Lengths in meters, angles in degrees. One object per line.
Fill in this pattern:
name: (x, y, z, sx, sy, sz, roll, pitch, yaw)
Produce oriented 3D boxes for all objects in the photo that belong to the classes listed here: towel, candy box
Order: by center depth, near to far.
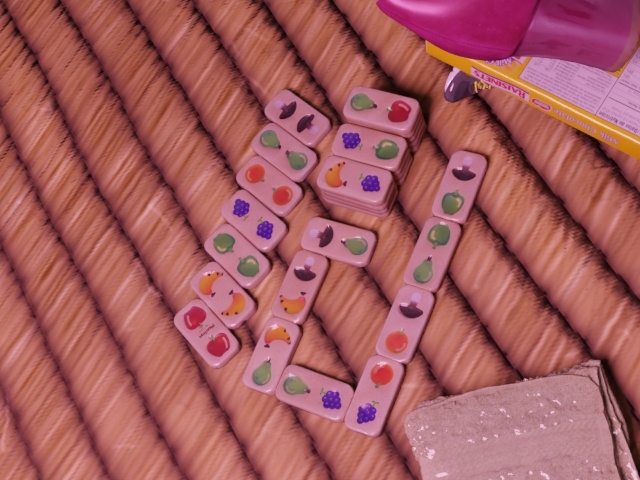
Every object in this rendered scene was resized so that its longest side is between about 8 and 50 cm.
towel: (0.137, 0.149, 0.796, 0.148, 0.027, 0.110, -16, 66, 8)
candy box: (0.193, -0.140, 0.880, 0.206, 0.027, 0.105, 30, 73, 17)

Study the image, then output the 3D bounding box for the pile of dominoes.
pile of dominoes: (0.000, 0.000, 0.891, 0.196, 0.040, 0.251, 17, 73, 22)

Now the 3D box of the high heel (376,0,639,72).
high heel: (0.133, -0.291, 0.872, 0.181, 0.127, 0.377, 10, 52, -13)

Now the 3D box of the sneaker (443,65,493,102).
sneaker: (0.134, -0.132, 0.911, 0.083, 0.031, 0.035, -37, 64, -1)
